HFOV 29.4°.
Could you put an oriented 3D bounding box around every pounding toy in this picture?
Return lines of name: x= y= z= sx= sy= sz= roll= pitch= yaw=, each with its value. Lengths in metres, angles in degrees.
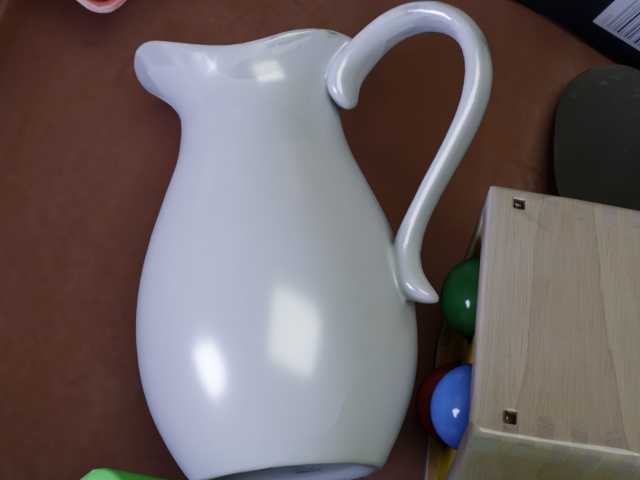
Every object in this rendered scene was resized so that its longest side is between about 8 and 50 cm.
pounding toy: x=0.085 y=0.114 z=0.547 sx=0.094 sy=0.181 sz=0.206 roll=10 pitch=52 yaw=-1

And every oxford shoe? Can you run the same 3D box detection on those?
oxford shoe: x=0.173 y=0.003 z=0.650 sx=0.076 sy=0.076 sz=0.212 roll=-14 pitch=62 yaw=9

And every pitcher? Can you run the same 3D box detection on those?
pitcher: x=0.000 y=0.000 z=0.550 sx=0.177 sy=0.125 sz=0.207 roll=-14 pitch=70 yaw=26

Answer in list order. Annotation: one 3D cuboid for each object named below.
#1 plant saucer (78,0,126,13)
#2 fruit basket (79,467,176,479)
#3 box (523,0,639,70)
plant saucer: x=-0.132 y=-0.276 z=0.648 sx=0.259 sy=0.048 sz=0.258 roll=40 pitch=69 yaw=-3
fruit basket: x=-0.058 y=0.289 z=0.358 sx=0.392 sy=0.283 sz=0.392 roll=18 pitch=39 yaw=-15
box: x=0.218 y=-0.177 z=0.692 sx=0.156 sy=0.093 sz=0.158 roll=31 pitch=71 yaw=-5
